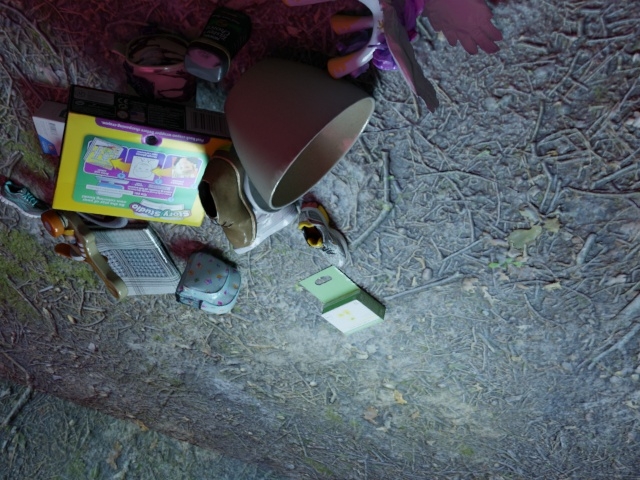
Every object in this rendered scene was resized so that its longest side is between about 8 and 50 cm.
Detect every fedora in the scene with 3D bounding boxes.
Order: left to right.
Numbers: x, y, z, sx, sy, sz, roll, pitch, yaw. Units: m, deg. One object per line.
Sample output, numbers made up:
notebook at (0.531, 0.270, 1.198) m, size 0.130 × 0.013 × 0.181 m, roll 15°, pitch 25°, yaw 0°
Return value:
fedora at (-0.634, -0.152, 2.026) m, size 0.244 × 0.124 × 0.275 m, roll 41°, pitch 151°, yaw -18°

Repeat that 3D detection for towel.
towel at (-0.635, 0.069, 2.333) m, size 0.325 × 0.056 × 0.312 m, roll -1°, pitch 135°, yaw 24°

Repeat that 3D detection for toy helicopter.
toy helicopter at (-0.724, 0.045, 2.203) m, size 0.355 × 0.140 × 0.235 m, roll 51°, pitch 146°, yaw 4°

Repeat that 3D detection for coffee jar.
coffee jar at (-0.222, -0.422, 1.525) m, size 0.096 × 0.184 × 0.079 m, roll 19°, pitch 139°, yaw 1°

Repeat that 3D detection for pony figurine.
pony figurine at (0.136, -0.432, 1.341) m, size 0.364 × 0.302 × 0.351 m, roll -8°, pitch 125°, yaw 49°

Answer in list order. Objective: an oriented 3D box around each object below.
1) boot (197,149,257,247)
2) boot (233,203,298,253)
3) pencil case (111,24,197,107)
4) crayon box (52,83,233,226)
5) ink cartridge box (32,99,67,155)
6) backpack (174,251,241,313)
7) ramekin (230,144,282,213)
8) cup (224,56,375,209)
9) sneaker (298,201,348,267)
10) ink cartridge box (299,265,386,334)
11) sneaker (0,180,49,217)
boot at (-0.229, -0.068, 1.671) m, size 0.112 × 0.115 × 0.305 m, roll 16°, pitch 145°, yaw 19°
boot at (-0.188, -0.064, 1.991) m, size 0.258 × 0.095 × 0.123 m, roll -33°, pitch 111°, yaw 34°
pencil case at (-0.398, -0.313, 1.736) m, size 0.184 × 0.159 × 0.410 m, roll 14°, pitch 139°, yaw 0°
crayon box at (-0.425, -0.187, 1.671) m, size 0.363 × 0.106 × 0.313 m, roll 8°, pitch 139°, yaw -23°
ink cartridge box at (-0.650, -0.288, 1.928) m, size 0.231 × 0.078 × 0.134 m, roll 13°, pitch 140°, yaw 8°
backpack at (-0.341, 0.136, 2.201) m, size 0.189 × 0.165 × 0.144 m, roll 23°, pitch 149°, yaw -7°
ramekin at (-0.163, -0.171, 1.772) m, size 0.109 × 0.207 × 0.207 m, roll 4°, pitch 138°, yaw 32°
cup at (-0.075, -0.268, 1.575) m, size 0.237 × 0.331 × 0.331 m, roll 45°, pitch 139°, yaw 8°
sneaker at (0.000, 0.000, 1.969) m, size 0.088 × 0.092 × 0.225 m, roll -13°, pitch 130°, yaw 33°
ink cartridge box at (0.062, 0.189, 2.184) m, size 0.235 × 0.056 × 0.171 m, roll 39°, pitch 137°, yaw -23°
sneaker at (-0.939, -0.132, 2.233) m, size 0.167 × 0.065 × 0.076 m, roll 25°, pitch 135°, yaw -8°
